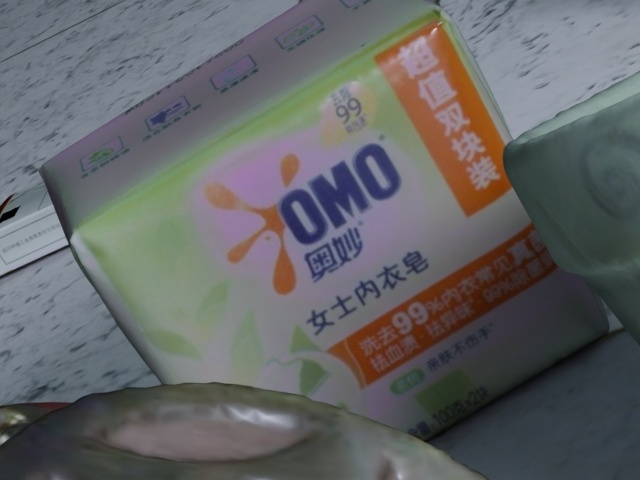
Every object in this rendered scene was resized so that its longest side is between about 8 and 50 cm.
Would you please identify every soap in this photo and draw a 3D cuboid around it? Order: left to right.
[{"bbox_3d":[0.000,0.000,0.857,0.199,0.182,0.138,-31,21,0],"label":"soap"}]

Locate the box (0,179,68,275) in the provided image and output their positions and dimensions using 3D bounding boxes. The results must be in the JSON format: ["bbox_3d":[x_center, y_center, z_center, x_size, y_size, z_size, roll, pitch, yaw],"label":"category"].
[{"bbox_3d":[-0.207,-0.018,1.382,0.154,0.040,0.084,-23,23,16],"label":"box"}]

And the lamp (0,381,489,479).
[{"bbox_3d":[-0.035,0.166,0.400,0.303,0.257,0.303,10,25,-5],"label":"lamp"}]

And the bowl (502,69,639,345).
[{"bbox_3d":[0.224,-0.033,0.592,0.307,0.163,0.307,-25,0,0],"label":"bowl"}]
